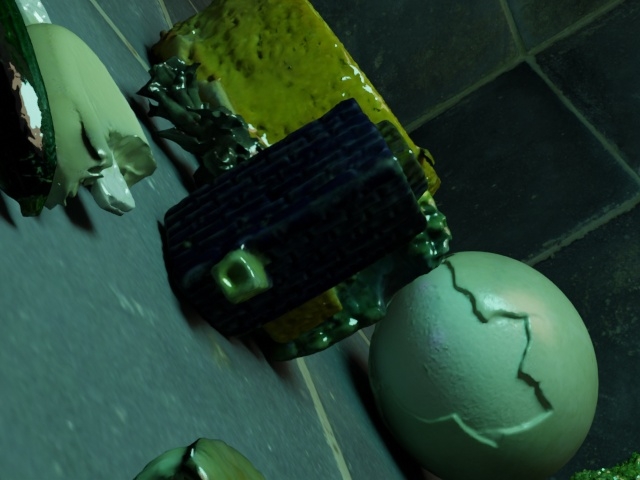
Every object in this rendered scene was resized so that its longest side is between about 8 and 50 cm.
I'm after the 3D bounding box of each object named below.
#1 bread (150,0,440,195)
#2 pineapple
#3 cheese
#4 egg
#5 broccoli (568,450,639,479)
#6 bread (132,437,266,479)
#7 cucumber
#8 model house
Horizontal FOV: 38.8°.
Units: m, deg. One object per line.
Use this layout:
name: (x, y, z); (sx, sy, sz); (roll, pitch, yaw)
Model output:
bread: (-0.032, -0.152, 1.125); (0.398, 0.215, 0.398); (52, 8, -11)
pineapple: (-0.075, -0.069, 0.867); (0.251, 0.125, 0.125); (51, 8, -17)
cheese: (-0.169, -0.112, 0.560); (0.235, 0.049, 0.127); (59, 8, 16)
egg: (0.196, 0.156, 1.130); (0.336, 0.278, 0.278); (58, 5, -40)
broccoli: (0.394, 0.466, 1.151); (0.310, 0.320, 0.414); (141, -36, -62)
bread: (-0.007, 0.188, 0.349); (0.232, 0.064, 0.172); (55, 8, -23)
cucumber: (-0.196, -0.141, 0.470); (0.284, 0.056, 0.056); (61, 6, 13)
model house: (0.000, 0.000, 0.709); (0.170, 0.193, 0.211); (61, 5, -1)
